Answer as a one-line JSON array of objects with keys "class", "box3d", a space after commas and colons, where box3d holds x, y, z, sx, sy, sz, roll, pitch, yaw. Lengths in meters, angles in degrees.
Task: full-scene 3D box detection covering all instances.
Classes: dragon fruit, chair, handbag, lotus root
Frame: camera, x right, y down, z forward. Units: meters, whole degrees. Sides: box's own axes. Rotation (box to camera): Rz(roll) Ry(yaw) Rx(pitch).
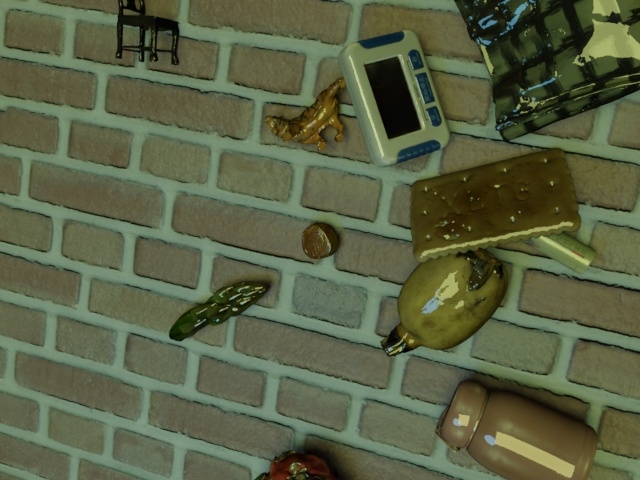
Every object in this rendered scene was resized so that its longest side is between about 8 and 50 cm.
[{"class": "dragon fruit", "box3d": [-0.051, 0.588, 1.585, 0.224, 0.224, 0.227, 33, 112, 10]}, {"class": "chair", "box3d": [-0.392, -0.517, 1.560, 0.113, 0.106, 0.229, 6, 102, 17]}, {"class": "handbag", "box3d": [0.449, -0.393, 1.300, 0.327, 0.162, 0.325, -18, 90, 27]}, {"class": "lotus root", "box3d": [0.247, 0.136, 1.438, 0.183, 0.183, 0.310, 42, 109, 7]}]

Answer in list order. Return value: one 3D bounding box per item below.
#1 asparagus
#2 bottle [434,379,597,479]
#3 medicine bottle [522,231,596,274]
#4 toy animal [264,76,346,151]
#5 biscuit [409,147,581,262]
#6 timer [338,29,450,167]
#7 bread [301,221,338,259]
[{"class": "asparagus", "box3d": [-0.239, 0.157, 1.642, 0.287, 0.080, 0.080, -25, 91, 22]}, {"class": "bottle", "box3d": [0.394, 0.417, 1.445, 0.297, 0.173, 0.206, 22, 138, 12]}, {"class": "medicine bottle", "box3d": [0.440, -0.014, 1.411, 0.231, 0.059, 0.059, 31, 106, 10]}, {"class": "toy animal", "box3d": [0.011, -0.287, 1.491, 0.255, 0.116, 0.114, -40, 129, 14]}, {"class": "biscuit", "box3d": [0.333, -0.074, 1.375, 0.325, 0.044, 0.217, -11, 51, 19]}, {"class": "timer", "box3d": [0.146, -0.285, 1.406, 0.178, 0.078, 0.253, -19, 93, -22]}, {"class": "bread", "box3d": [0.000, 0.000, 1.553, 0.085, 0.053, 0.085, 8, 107, 27]}]
